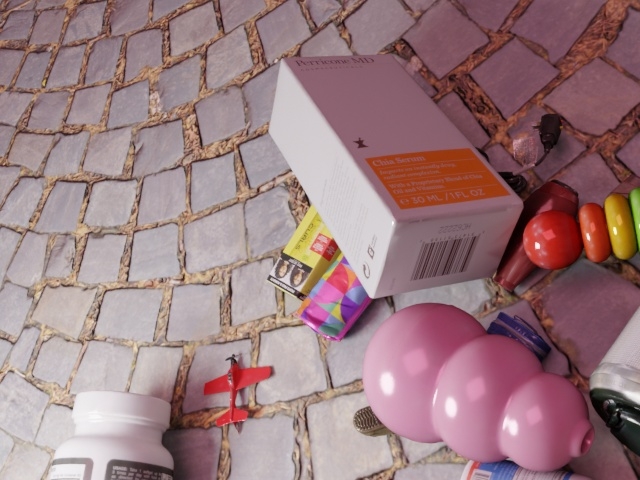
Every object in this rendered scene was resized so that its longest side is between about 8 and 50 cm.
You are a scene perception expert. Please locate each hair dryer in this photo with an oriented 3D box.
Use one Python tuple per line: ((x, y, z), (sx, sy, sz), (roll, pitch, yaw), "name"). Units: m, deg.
((0.320, -0.052, 1.325), (0.224, 0.080, 0.293), (-22, 52, 40), "hair dryer")

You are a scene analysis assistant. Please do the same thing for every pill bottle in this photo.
((-0.366, 0.456, 1.380), (0.210, 0.210, 0.362), (-8, 63, 27), "pill bottle")
((0.307, 0.371, 1.083), (0.222, 0.124, 0.124), (4, 70, 31), "pill bottle")

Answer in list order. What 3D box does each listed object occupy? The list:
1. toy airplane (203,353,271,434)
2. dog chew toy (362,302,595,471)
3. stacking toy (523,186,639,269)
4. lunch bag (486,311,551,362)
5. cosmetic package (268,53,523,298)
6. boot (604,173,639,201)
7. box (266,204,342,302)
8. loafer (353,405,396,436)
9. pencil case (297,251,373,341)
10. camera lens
((-0.159, 0.278, 1.457), (0.151, 0.028, 0.151), (-14, 61, 26), "toy airplane")
((0.220, 0.214, 1.118), (0.332, 0.207, 0.206), (20, 78, 41), "dog chew toy")
((0.460, -0.027, 1.154), (0.331, 0.141, 0.141), (-10, 63, 20), "stacking toy")
((0.299, 0.153, 1.225), (0.065, 0.067, 0.098), (-51, 52, -1), "lunch bag")
((0.103, -0.128, 1.324), (0.230, 0.161, 0.453), (-9, 44, -24), "cosmetic package")
((0.496, -0.047, 1.227), (0.118, 0.042, 0.087), (31, 91, 38), "boot")
((0.000, 0.000, 1.477), (0.087, 0.058, 0.232), (28, 83, 37), "box")
((0.126, 0.279, 1.280), (0.148, 0.050, 0.056), (-12, 58, 8), "loafer")
((0.062, 0.066, 1.388), (0.104, 0.104, 0.236), (38, 91, 37), "pencil case")
((0.492, 0.155, 1.002), (0.219, 0.219, 0.274), (30, 74, 37), "camera lens")
